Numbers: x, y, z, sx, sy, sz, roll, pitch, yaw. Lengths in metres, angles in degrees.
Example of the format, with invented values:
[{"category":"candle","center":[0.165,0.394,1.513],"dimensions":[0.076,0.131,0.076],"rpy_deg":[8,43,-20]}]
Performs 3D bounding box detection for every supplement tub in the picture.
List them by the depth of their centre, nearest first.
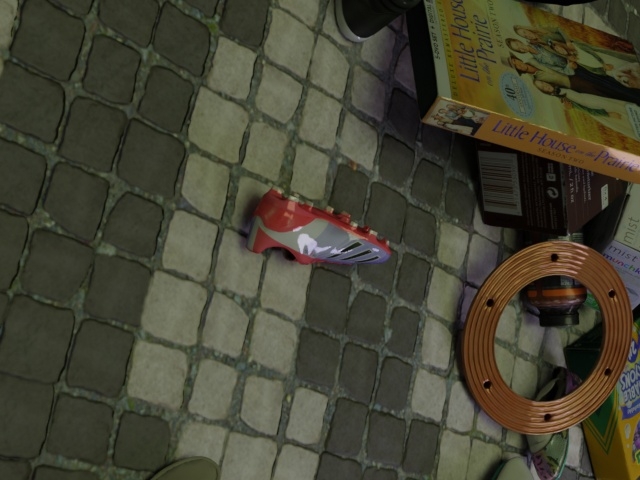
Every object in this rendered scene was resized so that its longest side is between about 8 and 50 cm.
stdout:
[{"category":"supplement tub","center":[0.419,0.054,1.626],"dimensions":[0.106,0.106,0.198],"rpy_deg":[-1,87,-43]}]

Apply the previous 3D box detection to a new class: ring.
[{"category":"ring","center":[0.384,0.165,1.548],"dimensions":[0.336,0.032,0.337],"rpy_deg":[-3,98,-21]}]

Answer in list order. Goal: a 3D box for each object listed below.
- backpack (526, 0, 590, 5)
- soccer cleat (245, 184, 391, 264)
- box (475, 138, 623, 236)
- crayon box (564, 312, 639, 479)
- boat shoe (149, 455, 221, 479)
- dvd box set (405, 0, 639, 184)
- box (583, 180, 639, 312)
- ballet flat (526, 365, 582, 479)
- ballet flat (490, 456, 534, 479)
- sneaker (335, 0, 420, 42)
[{"category":"backpack","center":[0.413,-0.551,1.622],"dimensions":[0.225,0.191,0.254],"rpy_deg":[-12,101,-46]},{"category":"soccer cleat","center":[0.000,0.000,1.271],"dimensions":[0.248,0.083,0.095],"rpy_deg":[22,101,-45]},{"category":"box","center":[0.392,-0.127,1.557],"dimensions":[0.203,0.167,0.169],"rpy_deg":[-30,119,-40]},{"category":"crayon box","center":[0.594,0.325,1.777],"dimensions":[0.203,0.083,0.323],"rpy_deg":[-23,102,-42]},{"category":"boat shoe","center":[-0.192,0.340,1.071],"dimensions":[0.206,0.075,0.065],"rpy_deg":[-47,160,-41]},{"category":"dvd box set","center":[0.338,-0.257,1.433],"dimensions":[0.420,0.062,0.308],"rpy_deg":[14,49,-18]},{"category":"box","center":[0.581,-0.023,1.690],"dimensions":[0.126,0.231,0.262],"rpy_deg":[27,60,6]},{"category":"ballet flat","center":[0.407,0.318,1.618],"dimensions":[0.079,0.077,0.221],"rpy_deg":[38,55,-13]},{"category":"ballet flat","center":[0.291,0.520,1.427],"dimensions":[0.139,0.139,0.400],"rpy_deg":[56,49,-24]},{"category":"sneaker","center":[0.090,-0.454,1.341],"dimensions":[0.104,0.147,0.296],"rpy_deg":[-2,86,-41]}]
